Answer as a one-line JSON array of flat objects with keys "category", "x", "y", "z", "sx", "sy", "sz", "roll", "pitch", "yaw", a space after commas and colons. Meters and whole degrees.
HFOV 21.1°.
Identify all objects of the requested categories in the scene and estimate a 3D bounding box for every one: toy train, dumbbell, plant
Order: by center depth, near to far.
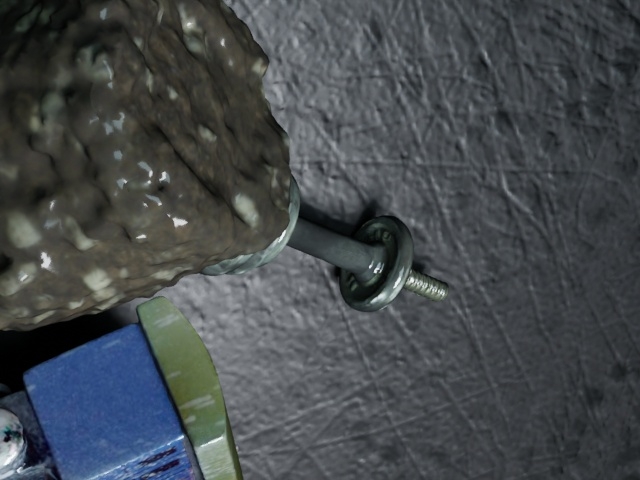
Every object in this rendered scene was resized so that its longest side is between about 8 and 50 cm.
[{"category": "plant", "x": -0.194, "y": -0.045, "z": 1.131, "sx": 0.213, "sy": 0.312, "sz": 0.215, "roll": -14, "pitch": 83, "yaw": -60}, {"category": "toy train", "x": -0.155, "y": 0.162, "z": 1.209, "sx": 0.202, "sy": 0.131, "sz": 0.300, "roll": -24, "pitch": 157, "yaw": -9}, {"category": "dumbbell", "x": 0.000, "y": 0.000, "z": 1.295, "sx": 0.254, "sy": 0.110, "sz": 0.110, "roll": 22, "pitch": 98, "yaw": -33}]
